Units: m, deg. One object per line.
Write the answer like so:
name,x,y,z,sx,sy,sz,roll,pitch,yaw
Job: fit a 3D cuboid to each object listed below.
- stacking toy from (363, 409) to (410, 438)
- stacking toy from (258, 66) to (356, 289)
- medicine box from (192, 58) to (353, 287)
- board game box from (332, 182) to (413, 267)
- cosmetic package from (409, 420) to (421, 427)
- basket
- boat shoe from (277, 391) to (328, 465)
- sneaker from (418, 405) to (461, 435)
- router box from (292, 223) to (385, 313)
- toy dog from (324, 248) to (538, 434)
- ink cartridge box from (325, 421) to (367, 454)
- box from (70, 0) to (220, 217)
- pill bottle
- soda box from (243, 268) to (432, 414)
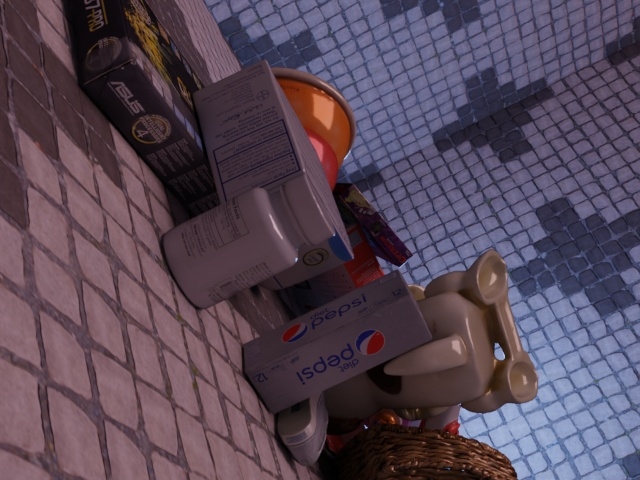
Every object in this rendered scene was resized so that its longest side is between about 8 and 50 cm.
stacking toy,0.141,0.349,1.704,0.165,0.175,0.302,57,21,-11
stacking toy,-0.101,-0.101,1.747,0.350,0.351,0.479,58,27,-46
medicine box,-0.081,-0.113,1.424,0.263,0.149,0.289,58,11,-52
board game box,0.098,-0.044,1.909,0.208,0.056,0.347,45,-2,-8
cosmetic package,0.277,0.647,2.035,0.453,0.162,0.230,59,7,-40
basket,0.199,0.422,1.487,0.299,0.213,0.223,17,21,-12
boat shoe,-0.027,0.296,1.363,0.227,0.079,0.081,-80,152,-73
sneaker,0.268,0.445,1.739,0.090,0.270,0.145,-8,45,-47
router box,0.040,0.107,1.953,0.335,0.082,0.301,2,-56,60
toy dog,0.143,0.233,1.510,0.395,0.408,0.284,-30,100,-57
ink cartridge box,0.040,0.344,1.753,0.261,0.066,0.296,57,8,-54
box,-0.280,-0.251,1.400,0.395,0.097,0.318,57,12,-51
pill bottle,-0.102,-0.004,1.202,0.131,0.229,0.131,63,6,-12
soda box,0.024,0.161,1.305,0.098,0.286,0.091,61,5,-25
